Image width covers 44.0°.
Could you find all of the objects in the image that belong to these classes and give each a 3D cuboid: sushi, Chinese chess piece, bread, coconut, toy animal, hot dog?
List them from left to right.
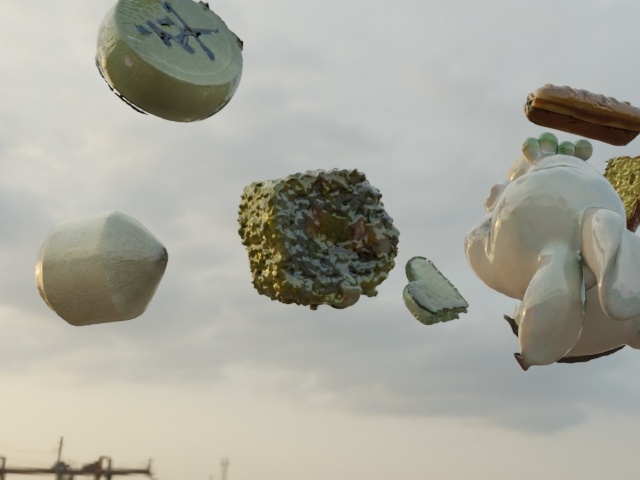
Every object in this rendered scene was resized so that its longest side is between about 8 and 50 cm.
[{"bbox_3d":[-0.446,0.058,1.664,0.266,0.237,0.237,-13,-25,17],"label":"coconut"},{"bbox_3d":[-0.190,-0.238,1.011,0.188,0.188,0.083,15,-43,-29],"label":"Chinese chess piece"},{"bbox_3d":[0.000,0.000,2.005,0.396,0.351,0.240,-9,0,-34],"label":"sushi"},{"bbox_3d":[0.266,0.130,1.852,0.172,0.232,0.064,25,-59,-10],"label":"bread"},{"bbox_3d":[0.263,0.024,0.850,0.183,0.247,0.310,-30,-32,11],"label":"toy animal"},{"bbox_3d":[0.529,-0.248,1.570,0.269,0.072,0.115,12,-30,-17],"label":"hot dog"},{"bbox_3d":[0.800,-0.098,2.092,0.134,0.260,0.129,11,14,-45],"label":"bread"}]
